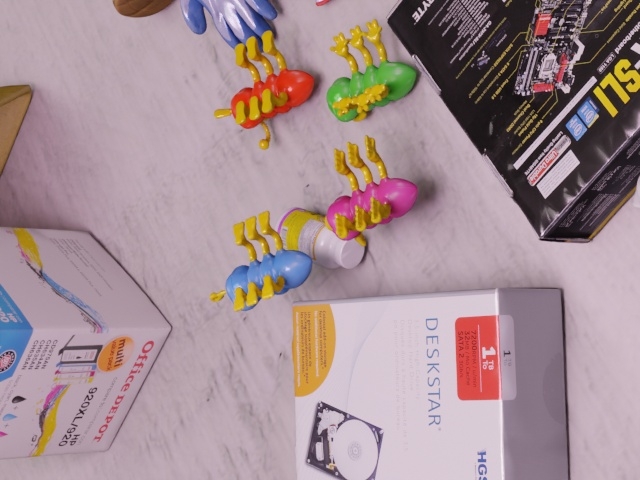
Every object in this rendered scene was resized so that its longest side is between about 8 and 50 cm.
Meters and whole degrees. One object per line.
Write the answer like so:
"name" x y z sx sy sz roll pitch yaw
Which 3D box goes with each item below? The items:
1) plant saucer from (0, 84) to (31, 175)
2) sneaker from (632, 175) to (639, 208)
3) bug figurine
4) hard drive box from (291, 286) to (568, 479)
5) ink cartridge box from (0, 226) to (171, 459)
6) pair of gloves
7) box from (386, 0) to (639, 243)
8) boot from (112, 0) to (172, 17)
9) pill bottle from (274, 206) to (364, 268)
"plant saucer" -0.442 -0.002 1.990 0.081 0.333 0.333 27 110 5
"sneaker" 0.303 0.019 1.455 0.094 0.080 0.212 -60 44 39
"bug figurine" -0.008 -0.064 1.721 0.216 0.072 0.279 -19 55 32
"hard drive box" 0.089 0.133 1.633 0.232 0.089 0.181 -7 84 43
"ink cartridge box" -0.304 0.100 1.912 0.168 0.232 0.171 46 118 33
"pair of gloves" -0.068 -0.259 1.795 0.198 0.023 0.159 -29 102 37
"box" 0.222 -0.198 1.532 0.322 0.079 0.257 -51 57 29
"boot" -0.162 -0.377 1.902 0.262 0.095 0.203 -54 53 32
"pill bottle" 0.000 0.000 1.756 0.083 0.043 0.043 21 102 42
